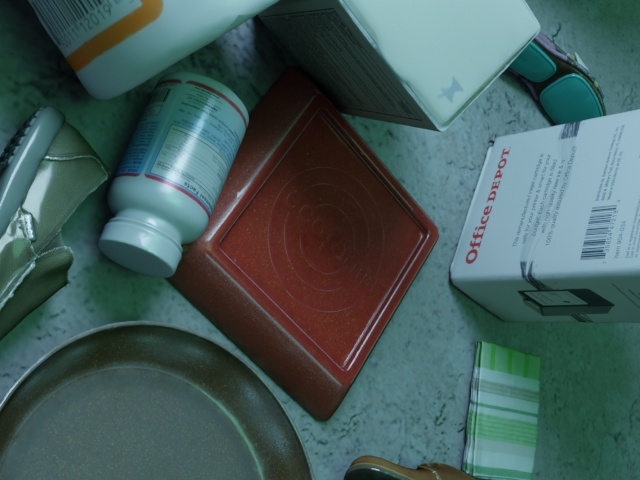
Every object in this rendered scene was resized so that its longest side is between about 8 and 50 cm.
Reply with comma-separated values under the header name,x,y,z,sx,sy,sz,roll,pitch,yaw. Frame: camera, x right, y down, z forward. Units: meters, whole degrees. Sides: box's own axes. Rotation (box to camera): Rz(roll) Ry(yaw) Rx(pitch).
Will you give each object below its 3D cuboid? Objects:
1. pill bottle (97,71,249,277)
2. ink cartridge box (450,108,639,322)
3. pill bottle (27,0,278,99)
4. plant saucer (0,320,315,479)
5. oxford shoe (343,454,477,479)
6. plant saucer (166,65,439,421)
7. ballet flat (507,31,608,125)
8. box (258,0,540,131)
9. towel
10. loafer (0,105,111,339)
name,x,y,z,sx,sy,sz,roll,pitch,yaw
pill bottle,-0.124,-0.054,0.727,0.087,0.087,0.160,33,64,-29
ink cartridge box,0.295,-0.022,0.927,0.114,0.272,0.199,35,66,-31
pill bottle,-0.180,-0.324,0.635,0.224,0.224,0.392,-42,110,-32
plant saucer,-0.131,0.219,0.680,0.310,0.050,0.311,22,54,-34
oxford shoe,0.107,0.260,0.895,0.212,0.076,0.076,31,38,-28
plant saucer,0.000,0.000,0.845,0.258,0.047,0.259,47,60,-23
ballet flat,0.282,-0.214,1.069,0.221,0.076,0.079,33,47,-29
box,0.057,-0.200,0.777,0.127,0.232,0.149,-45,113,-7
towel,0.209,0.199,0.997,0.113,0.023,0.152,19,72,-36
loafer,-0.226,0.020,0.643,0.087,0.094,0.251,31,67,-26
